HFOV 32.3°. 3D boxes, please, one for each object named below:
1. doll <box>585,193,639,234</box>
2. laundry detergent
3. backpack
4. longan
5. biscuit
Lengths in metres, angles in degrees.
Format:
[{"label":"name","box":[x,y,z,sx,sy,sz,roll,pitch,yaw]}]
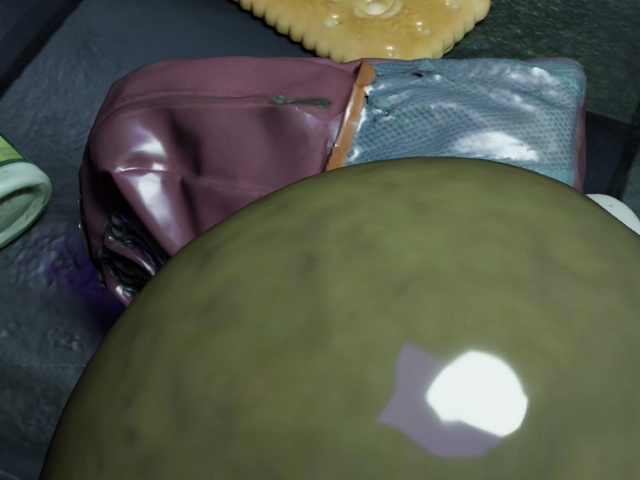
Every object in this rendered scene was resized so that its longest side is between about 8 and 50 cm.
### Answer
[{"label":"doll","box":[0.378,0.002,0.793,0.423,0.161,0.348,-39,63,-18]},{"label":"laundry detergent","box":[-0.311,-0.080,0.845,0.099,0.070,0.226,-41,66,-19]},{"label":"backpack","box":[0.000,0.000,0.692,0.317,0.283,0.197,5,53,11]},{"label":"longan","box":[0.033,0.123,0.454,0.319,0.319,0.319,2,55,-3]},{"label":"biscuit","box":[0.015,-0.235,1.002,0.250,0.030,0.160,37,60,20]}]
